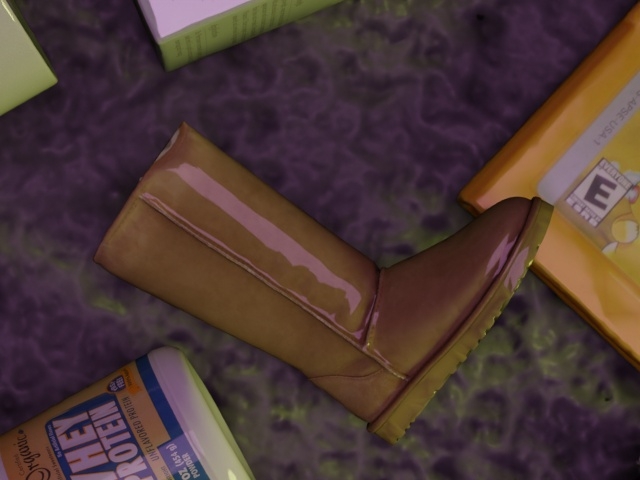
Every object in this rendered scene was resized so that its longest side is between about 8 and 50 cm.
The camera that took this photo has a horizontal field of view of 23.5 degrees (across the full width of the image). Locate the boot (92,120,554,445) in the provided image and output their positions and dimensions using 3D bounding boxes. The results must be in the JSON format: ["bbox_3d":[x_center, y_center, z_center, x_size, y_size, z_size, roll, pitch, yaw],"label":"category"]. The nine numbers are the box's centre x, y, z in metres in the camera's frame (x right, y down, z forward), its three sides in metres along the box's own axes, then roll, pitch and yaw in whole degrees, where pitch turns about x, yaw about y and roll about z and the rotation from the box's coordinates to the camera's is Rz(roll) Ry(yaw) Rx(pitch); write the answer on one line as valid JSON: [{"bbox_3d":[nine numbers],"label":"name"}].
[{"bbox_3d":[0.000,0.000,1.124,0.269,0.089,0.236,34,108,-2],"label":"boot"}]

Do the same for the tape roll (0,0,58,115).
[{"bbox_3d":[-0.314,-0.173,1.056,0.169,0.246,0.246,-30,91,-3],"label":"tape roll"}]

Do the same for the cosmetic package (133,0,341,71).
[{"bbox_3d":[-0.061,-0.233,1.119,0.183,0.151,0.151,-23,90,-5],"label":"cosmetic package"}]

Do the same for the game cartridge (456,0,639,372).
[{"bbox_3d":[0.315,-0.053,1.183,0.285,0.053,0.324,43,87,2],"label":"game cartridge"}]

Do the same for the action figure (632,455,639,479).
[{"bbox_3d":[0.258,0.261,1.139,0.285,0.099,0.185,-29,54,-5],"label":"action figure"}]

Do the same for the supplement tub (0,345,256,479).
[{"bbox_3d":[-0.157,0.181,1.107,0.199,0.144,0.144,-30,91,-4],"label":"supplement tub"}]
